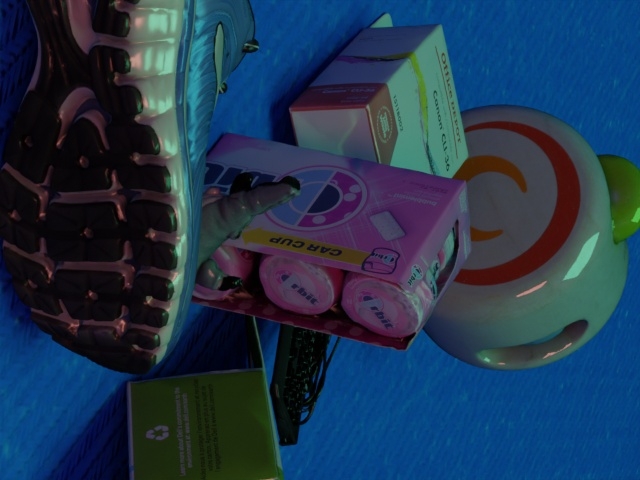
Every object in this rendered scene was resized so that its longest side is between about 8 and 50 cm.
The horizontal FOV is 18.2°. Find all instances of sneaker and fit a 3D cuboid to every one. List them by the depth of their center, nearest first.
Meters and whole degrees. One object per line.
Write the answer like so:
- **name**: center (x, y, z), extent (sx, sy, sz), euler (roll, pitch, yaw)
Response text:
- **sneaker**: center (-0.091, -0.084, 1.123), extent (0.147, 0.129, 0.330), euler (-19, 119, -57)

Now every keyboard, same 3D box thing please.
- **keyboard**: center (-0.003, 0.055, 1.435), extent (0.100, 0.038, 0.192), euler (81, 15, -54)

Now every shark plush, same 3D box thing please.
- **shark plush**: center (-0.070, 0.005, 1.211), extent (0.067, 0.161, 0.073), euler (57, 18, 3)

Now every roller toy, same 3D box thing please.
- **roller toy**: center (0.147, 0.000, 1.619), extent (0.191, 0.209, 0.146), euler (-57, 152, -13)

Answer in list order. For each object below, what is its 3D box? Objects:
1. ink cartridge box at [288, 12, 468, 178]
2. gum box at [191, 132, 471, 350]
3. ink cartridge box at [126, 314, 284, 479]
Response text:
- **ink cartridge box**: center (0.053, -0.087, 1.482), extent (0.198, 0.067, 0.115), euler (-52, 135, -54)
- **gum box**: center (0.000, 0.000, 1.292), extent (0.107, 0.188, 0.062), euler (-55, 148, -42)
- **ink cartridge box**: center (-0.077, 0.165, 1.341), extent (0.255, 0.097, 0.189), euler (-105, -170, -59)
